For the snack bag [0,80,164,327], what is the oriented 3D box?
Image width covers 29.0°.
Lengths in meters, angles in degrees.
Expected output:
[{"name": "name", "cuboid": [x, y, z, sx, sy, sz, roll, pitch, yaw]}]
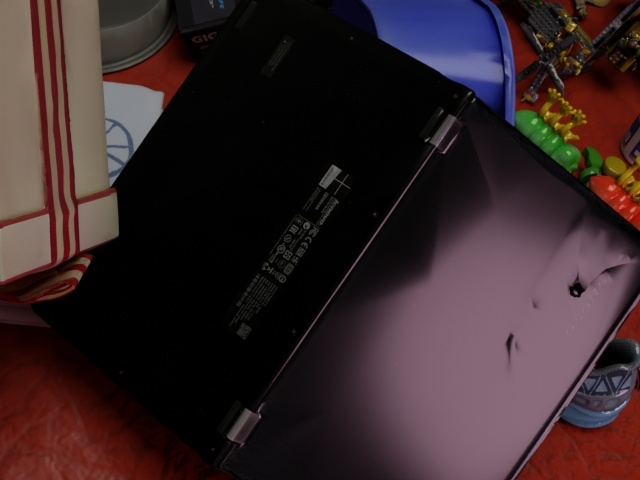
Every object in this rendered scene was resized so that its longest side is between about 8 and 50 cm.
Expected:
[{"name": "snack bag", "cuboid": [-0.336, -0.056, 1.253, 0.343, 0.037, 0.323, 8, 51, -10]}]

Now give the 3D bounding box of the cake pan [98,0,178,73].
[{"name": "cake pan", "cuboid": [-0.304, -0.317, 1.452, 0.293, 0.054, 0.293, 10, 51, -13]}]

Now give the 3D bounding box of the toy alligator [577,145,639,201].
[{"name": "toy alligator", "cuboid": [0.359, -0.036, 1.472, 0.051, 0.056, 0.189, -19, 62, -31]}]

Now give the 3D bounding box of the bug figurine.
[{"name": "bug figurine", "cuboid": [0.286, -0.046, 1.349, 0.072, 0.279, 0.216, -40, 75, -4]}]

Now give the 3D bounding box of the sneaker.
[{"name": "sneaker", "cuboid": [0.216, 0.084, 1.283, 0.262, 0.125, 0.104, 27, 49, 1]}]

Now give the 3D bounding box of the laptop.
[{"name": "laptop", "cuboid": [0.024, 0.037, 1.146, 0.408, 0.236, 0.382, 34, 89, 30]}]

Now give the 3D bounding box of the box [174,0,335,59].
[{"name": "box", "cuboid": [-0.039, -0.383, 1.479, 0.293, 0.073, 0.295, -13, 64, 6]}]

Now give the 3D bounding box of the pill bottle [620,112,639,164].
[{"name": "pill bottle", "cuboid": [0.429, -0.145, 1.538, 0.067, 0.120, 0.067, 10, 52, -13]}]

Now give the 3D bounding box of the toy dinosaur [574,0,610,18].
[{"name": "toy dinosaur", "cuboid": [0.383, -0.376, 1.755, 0.092, 0.053, 0.183, 45, 59, -4]}]

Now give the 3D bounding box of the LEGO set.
[{"name": "LEGO set", "cuboid": [0.289, -0.360, 1.563, 0.192, 0.255, 0.331, -10, 66, -58]}]

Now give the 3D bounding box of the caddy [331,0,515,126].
[{"name": "caddy", "cuboid": [0.114, -0.149, 1.320, 0.179, 0.241, 0.341, 2, 23, -12]}]

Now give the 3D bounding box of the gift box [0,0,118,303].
[{"name": "gift box", "cuboid": [-0.332, -0.073, 1.010, 0.255, 0.258, 0.276, 0, 11, 19]}]
